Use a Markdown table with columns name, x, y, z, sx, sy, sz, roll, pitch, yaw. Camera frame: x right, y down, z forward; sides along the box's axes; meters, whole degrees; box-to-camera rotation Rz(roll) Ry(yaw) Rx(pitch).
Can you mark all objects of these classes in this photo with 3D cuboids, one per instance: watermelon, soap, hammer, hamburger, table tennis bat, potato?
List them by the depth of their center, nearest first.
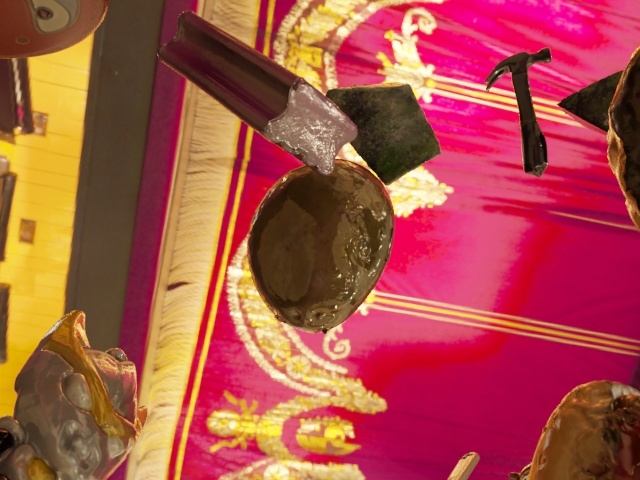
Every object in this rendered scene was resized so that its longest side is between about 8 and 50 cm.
| name | x | y | z | sx | sy | sz | roll | pitch | yaw |
| --- | --- | --- | --- | --- | --- | --- | --- | --- | --- |
| table tennis bat | -0.181 | -0.114 | 0.250 | 0.098 | 0.154 | 0.019 | 137 | -60 | -69 |
| hamburger | 0.303 | 0.256 | 0.514 | 0.163 | 0.244 | 0.245 | -1 | -102 | 53 |
| soap | -0.068 | -0.155 | 0.551 | 0.203 | 0.122 | 0.065 | 40 | -82 | 32 |
| potato | 0.000 | 0.000 | 0.657 | 0.178 | 0.160 | 0.235 | -32 | -137 | 40 |
| watermelon | 0.123 | -0.220 | 0.971 | 0.139 | 0.193 | 0.257 | -31 | -175 | 18 |
| watermelon | 0.562 | -0.278 | 1.012 | 0.207 | 0.136 | 0.202 | -45 | -154 | -6 |
| hammer | 0.411 | -0.258 | 1.072 | 0.037 | 0.137 | 0.290 | 41 | 46 | -54 |

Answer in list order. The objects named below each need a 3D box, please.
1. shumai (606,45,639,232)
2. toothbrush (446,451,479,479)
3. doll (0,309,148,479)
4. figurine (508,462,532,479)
| name | x | y | z | sx | sy | sz | roll | pitch | yaw |
| --- | --- | --- | --- | --- | --- | --- | --- | --- | --- |
| shumai | 0.498 | -0.124 | 0.543 | 0.348 | 0.395 | 0.395 | -14 | 120 | -63 |
| toothbrush | 0.098 | 0.251 | 0.453 | 0.304 | 0.030 | 0.030 | -6 | 110 | -62 |
| doll | -0.238 | 0.175 | 0.476 | 0.103 | 0.145 | 0.316 | -49 | -170 | 15 |
| figurine | 0.426 | 0.463 | 0.982 | 0.125 | 0.138 | 0.125 | -45 | -149 | 38 |
